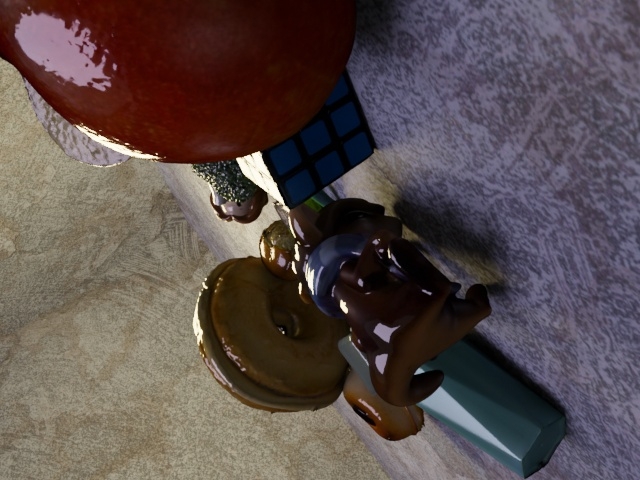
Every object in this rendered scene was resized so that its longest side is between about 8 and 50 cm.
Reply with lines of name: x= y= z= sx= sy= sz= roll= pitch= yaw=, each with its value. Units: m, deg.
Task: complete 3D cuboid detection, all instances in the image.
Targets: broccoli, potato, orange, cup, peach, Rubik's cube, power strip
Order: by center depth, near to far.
peach: x=-0.158 y=-0.258 z=0.763 sx=0.388 sy=0.388 sz=0.388 roll=51 pitch=166 yaw=17
Rubik's cube: x=-0.043 y=-0.170 z=1.045 sx=0.163 sy=0.160 sz=0.162 roll=39 pitch=158 yaw=50
cup: x=0.250 y=0.255 z=1.117 sx=0.236 sy=0.134 sz=0.148 roll=38 pitch=131 yaw=41
power strip: x=0.136 y=0.204 z=1.387 sx=0.139 sy=0.140 sz=0.224 roll=54 pitch=166 yaw=6
broccoli: x=-0.200 y=-0.206 z=1.509 sx=0.176 sy=0.198 sz=0.226 roll=25 pitch=-143 yaw=-32
orange: x=-0.071 y=0.020 z=1.717 sx=0.156 sy=0.134 sz=0.156 roll=7 pitch=101 yaw=39
potato: x=-0.511 y=-0.440 z=1.817 sx=0.385 sy=0.319 sz=0.442 roll=-9 pitch=113 yaw=31

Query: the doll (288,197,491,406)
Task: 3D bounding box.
doll: x=0.094 y=0.060 z=1.039 sx=0.340 sy=0.209 sz=0.318 roll=43 pitch=159 yaw=50

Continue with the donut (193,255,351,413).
donut: x=-0.108 y=0.229 z=1.774 sx=0.198 sy=0.449 sz=0.449 roll=-42 pitch=80 yaw=36

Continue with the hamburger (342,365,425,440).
hamburger: x=0.158 y=0.382 z=1.741 sx=0.237 sy=0.147 sz=0.237 roll=43 pitch=164 yaw=16

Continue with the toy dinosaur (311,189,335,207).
toy dinosaur: x=-0.100 y=-0.169 z=1.173 sx=0.500 sy=0.144 sz=0.374 roll=43 pitch=-171 yaw=-1

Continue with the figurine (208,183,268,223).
figurine: x=-0.206 y=-0.145 z=1.719 sx=0.142 sy=0.189 sz=0.263 roll=9 pitch=145 yaw=22

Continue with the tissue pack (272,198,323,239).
tissue pack: x=0.000 y=0.000 z=1.508 sx=0.235 sy=0.073 sz=0.173 roll=57 pitch=167 yaw=-8
